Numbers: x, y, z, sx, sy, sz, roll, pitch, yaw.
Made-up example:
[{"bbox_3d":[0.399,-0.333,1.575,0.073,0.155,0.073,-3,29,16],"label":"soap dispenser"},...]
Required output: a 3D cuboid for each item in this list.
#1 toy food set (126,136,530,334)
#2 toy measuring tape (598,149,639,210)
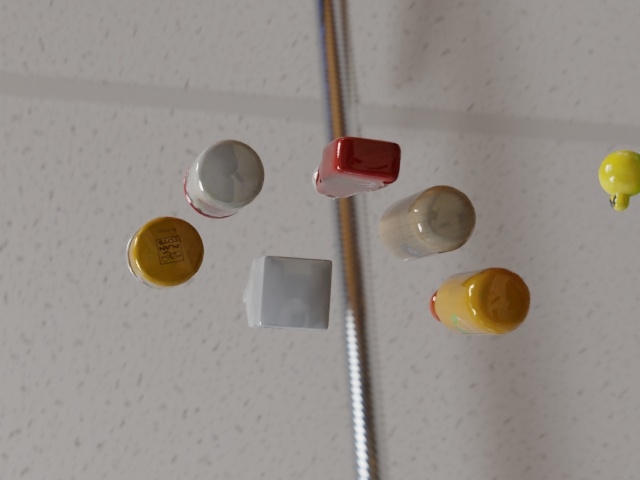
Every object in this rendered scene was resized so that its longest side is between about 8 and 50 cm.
[{"bbox_3d":[0.000,0.000,0.858,0.232,0.104,0.111,4,-96,-13],"label":"toy food set"},{"bbox_3d":[0.390,-0.004,1.202,0.330,0.121,0.121,16,-116,5],"label":"toy measuring tape"}]
